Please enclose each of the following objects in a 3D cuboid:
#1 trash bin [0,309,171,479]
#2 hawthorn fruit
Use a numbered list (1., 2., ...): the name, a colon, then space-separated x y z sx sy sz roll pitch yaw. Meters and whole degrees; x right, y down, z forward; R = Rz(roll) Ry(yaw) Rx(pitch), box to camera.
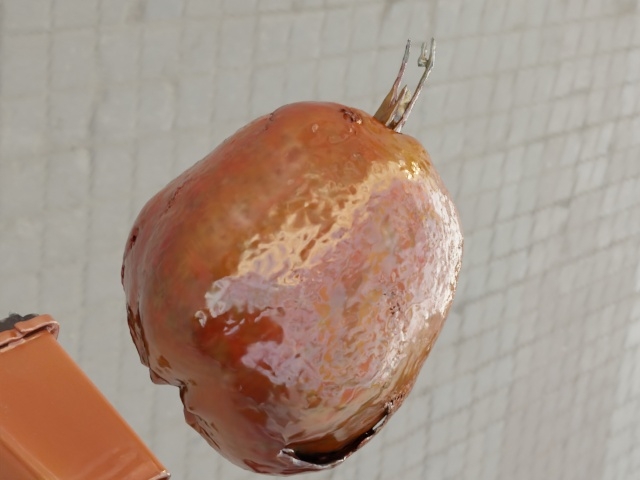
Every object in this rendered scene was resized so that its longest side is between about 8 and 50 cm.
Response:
1. trash bin: -0.271 0.200 1.266 0.184 0.239 0.161 -23 144 -45
2. hawthorn fruit: 0.000 0.000 0.896 0.299 0.211 0.211 -55 146 0
